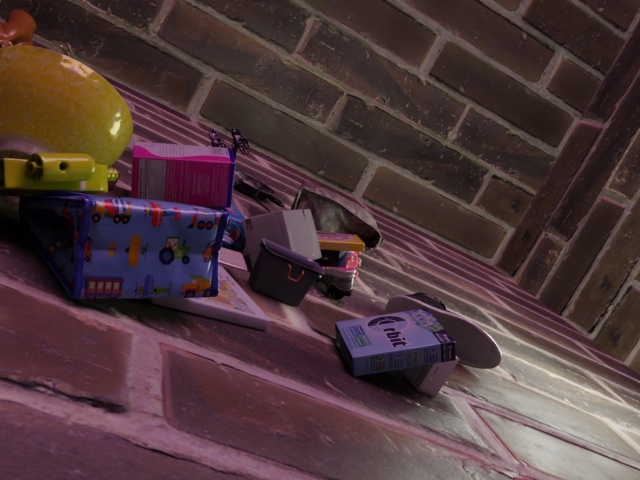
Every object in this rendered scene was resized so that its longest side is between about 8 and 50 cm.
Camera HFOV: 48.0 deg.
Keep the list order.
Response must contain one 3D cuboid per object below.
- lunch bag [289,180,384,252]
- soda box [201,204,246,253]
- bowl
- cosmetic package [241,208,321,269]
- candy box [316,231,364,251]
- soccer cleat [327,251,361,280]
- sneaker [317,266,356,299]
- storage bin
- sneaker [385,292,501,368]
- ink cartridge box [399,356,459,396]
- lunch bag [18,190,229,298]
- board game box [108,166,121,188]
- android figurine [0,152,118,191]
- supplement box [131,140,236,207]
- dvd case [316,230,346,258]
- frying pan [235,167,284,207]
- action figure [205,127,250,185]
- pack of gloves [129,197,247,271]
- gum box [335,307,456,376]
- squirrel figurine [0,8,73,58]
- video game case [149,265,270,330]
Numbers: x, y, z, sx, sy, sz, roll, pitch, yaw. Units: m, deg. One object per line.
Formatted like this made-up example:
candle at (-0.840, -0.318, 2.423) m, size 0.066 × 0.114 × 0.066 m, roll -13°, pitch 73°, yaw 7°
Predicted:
lunch bag at (0.046, -0.051, 2.159) m, size 0.286 × 0.169 × 0.235 m, roll 23°, pitch 9°, yaw -3°
soda box at (-0.232, -0.049, 1.656) m, size 0.067 × 0.071 × 0.210 m, roll 19°, pitch 14°, yaw -36°
bowl at (-0.494, -0.181, 1.270) m, size 0.289 × 0.289 × 0.156 m, roll 24°, pitch 54°, yaw -22°
cosmetic package at (-0.082, -0.001, 1.600) m, size 0.107 × 0.127 × 0.238 m, roll -13°, pitch 2°, yaw 12°
candy box at (0.000, 0.000, 1.804) m, size 0.205 × 0.027 × 0.105 m, roll 4°, pitch 15°, yaw -10°
soccer cleat at (0.057, 0.060, 1.936) m, size 0.095 × 0.083 × 0.248 m, roll 0°, pitch 12°, yaw 9°
sneaker at (0.030, 0.100, 1.677) m, size 0.063 × 0.075 × 0.170 m, roll 5°, pitch -3°, yaw -24°
storage bin at (-0.072, 0.071, 1.429) m, size 0.135 × 0.091 × 0.098 m, roll 23°, pitch 11°, yaw -23°
sneaker at (0.311, 0.206, 1.750) m, size 0.295 × 0.105 × 0.147 m, roll 27°, pitch 14°, yaw 16°
ink cartridge box at (0.198, 0.228, 1.381) m, size 0.052 × 0.089 × 0.122 m, roll 26°, pitch 10°, yaw -26°
lunch bag at (-0.314, -0.011, 1.097) m, size 0.220 × 0.138 × 0.293 m, roll 4°, pitch 9°, yaw -40°
board game box at (-0.543, -0.175, 1.521) m, size 0.193 × 0.045 × 0.146 m, roll 31°, pitch 10°, yaw 14°
android figurine at (-0.441, -0.097, 1.091) m, size 0.248 × 0.056 × 0.272 m, roll -2°, pitch 2°, yaw 39°
supplement box at (-0.307, -0.148, 1.601) m, size 0.219 × 0.114 × 0.111 m, roll 4°, pitch 23°, yaw -14°
dvd case at (-0.013, 0.005, 1.905) m, size 0.180 × 0.022 × 0.253 m, roll 9°, pitch 11°, yaw 11°
frying pan at (-0.197, -0.162, 2.391) m, size 0.326 × 0.053 × 0.197 m, roll 36°, pitch 12°, yaw 27°
action figure at (-0.317, -0.232, 2.169) m, size 0.164 × 0.141 × 0.275 m, roll -7°, pitch -13°, yaw -28°
pack of gloves at (-0.273, 0.002, 1.427) m, size 0.232 × 0.046 × 0.195 m, roll 17°, pitch 20°, yaw -24°
gum box at (0.132, 0.182, 1.309) m, size 0.184 × 0.041 × 0.157 m, roll -8°, pitch 18°, yaw -8°
squirrel figurine at (-0.722, -0.375, 1.604) m, size 0.370 × 0.281 × 0.397 m, roll 36°, pitch 21°, yaw -19°
video game case at (-0.220, 0.071, 1.217) m, size 0.227 × 0.026 × 0.206 m, roll 20°, pitch 13°, yaw -40°
